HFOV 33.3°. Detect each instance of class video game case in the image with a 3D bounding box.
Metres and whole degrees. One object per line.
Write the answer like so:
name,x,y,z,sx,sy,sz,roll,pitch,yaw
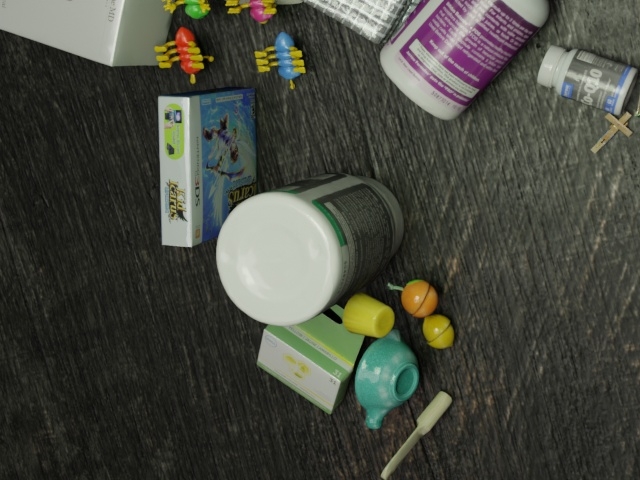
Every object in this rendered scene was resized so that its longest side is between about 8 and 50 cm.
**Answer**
video game case,-0.185,-0.132,1.825,0.061,0.269,0.244,5,103,20

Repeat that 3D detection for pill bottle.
pill bottle,0.245,-0.345,1.656,0.169,0.169,0.301,46,114,9
pill bottle,0.000,0.000,1.722,0.204,0.361,0.204,5,102,23
pill bottle,0.411,-0.250,1.653,0.137,0.078,0.078,23,108,18

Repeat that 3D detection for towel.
towel,0.049,-0.471,1.710,0.284,0.121,0.235,31,106,4

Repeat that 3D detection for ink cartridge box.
ink cartridge box,-0.019,0.186,1.877,0.171,0.056,0.235,33,144,15

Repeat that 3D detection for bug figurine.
bug figurine,-0.153,-0.363,1.846,0.279,0.072,0.216,7,131,18

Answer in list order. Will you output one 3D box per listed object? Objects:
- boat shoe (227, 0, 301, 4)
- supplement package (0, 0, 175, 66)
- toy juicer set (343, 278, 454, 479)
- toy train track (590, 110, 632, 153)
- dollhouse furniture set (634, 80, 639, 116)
boat shoe,-0.107,-0.449,1.849,0.184,0.066,0.063,4,71,27
supplement package,-0.431,-0.436,1.924,0.293,0.175,0.177,20,106,18
toy juicer set,0.139,0.213,1.814,0.089,0.209,0.329,16,123,44
toy train track,0.458,-0.171,1.686,0.048,0.014,0.083,42,119,3
dollhouse furniture set,0.517,-0.255,1.608,0.059,0.076,0.151,11,104,22
